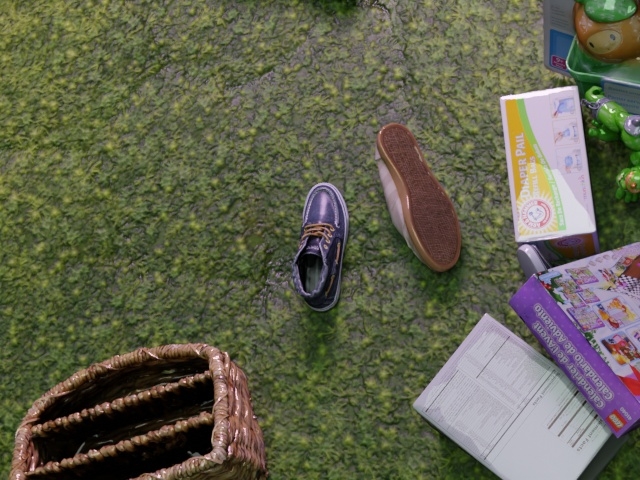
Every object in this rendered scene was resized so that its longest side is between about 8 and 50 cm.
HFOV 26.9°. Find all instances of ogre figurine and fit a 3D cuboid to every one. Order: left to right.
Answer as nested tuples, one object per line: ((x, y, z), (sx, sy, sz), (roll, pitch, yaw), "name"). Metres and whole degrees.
((0.406, -0.104, 1.683), (0.096, 0.118, 0.197), (-17, 104, -8), "ogre figurine")

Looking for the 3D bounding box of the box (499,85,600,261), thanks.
((0.302, -0.084, 1.752), (0.103, 0.114, 0.203), (-8, 74, 13), "box")

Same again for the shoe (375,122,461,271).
((0.130, -0.054, 1.823), (0.076, 0.058, 0.219), (-13, 73, -23), "shoe")

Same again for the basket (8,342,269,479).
((-0.246, 0.243, 1.737), (0.299, 0.223, 0.213), (-17, 71, 10), "basket")

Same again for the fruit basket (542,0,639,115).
((0.427, -0.277, 1.646), (0.327, 0.353, 0.165), (14, 68, 17), "fruit basket")

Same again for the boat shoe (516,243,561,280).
((0.297, 0.053, 1.715), (0.040, 0.142, 0.049), (-39, 30, -10), "boat shoe")

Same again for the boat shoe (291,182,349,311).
((0.000, 0.000, 1.819), (0.065, 0.083, 0.183), (-3, 73, 13), "boat shoe")

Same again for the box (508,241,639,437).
((0.378, 0.107, 1.597), (0.201, 0.293, 0.057), (53, 128, 22), "box")

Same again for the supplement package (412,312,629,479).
((0.249, 0.223, 1.632), (0.203, 0.194, 0.149), (37, 87, 21), "supplement package")
